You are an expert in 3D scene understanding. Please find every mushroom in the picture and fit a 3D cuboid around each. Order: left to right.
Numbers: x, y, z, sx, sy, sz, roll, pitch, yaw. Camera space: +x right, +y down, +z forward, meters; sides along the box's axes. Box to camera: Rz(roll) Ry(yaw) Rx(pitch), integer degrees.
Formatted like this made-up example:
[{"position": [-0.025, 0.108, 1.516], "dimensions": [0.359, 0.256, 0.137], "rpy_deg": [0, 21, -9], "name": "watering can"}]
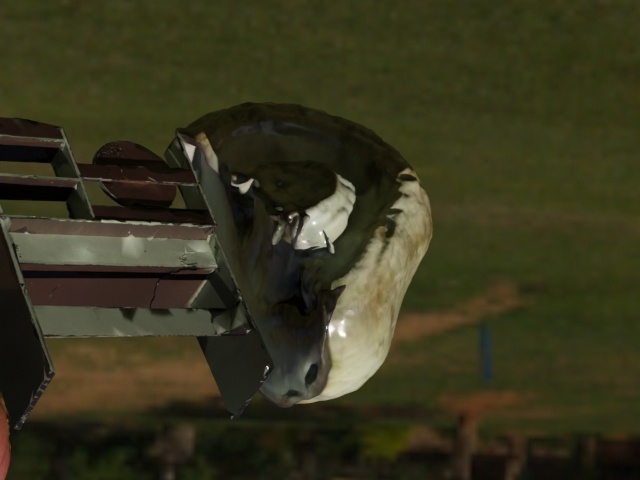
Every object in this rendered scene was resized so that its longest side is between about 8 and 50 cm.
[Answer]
[{"position": [0.001, 0.008, 1.629], "dimensions": [0.164, 0.190, 0.267], "rpy_deg": [-16, -146, -24], "name": "mushroom"}]

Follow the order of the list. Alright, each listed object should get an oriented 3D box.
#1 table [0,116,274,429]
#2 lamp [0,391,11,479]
[{"position": [-0.126, 0.018, 1.140], "dimensions": [0.146, 0.175, 0.062], "rpy_deg": [2, 139, -37], "name": "table"}, {"position": [-0.282, 0.116, 1.424], "dimensions": [0.140, 0.182, 0.182], "rpy_deg": [-19, -179, -15], "name": "lamp"}]
